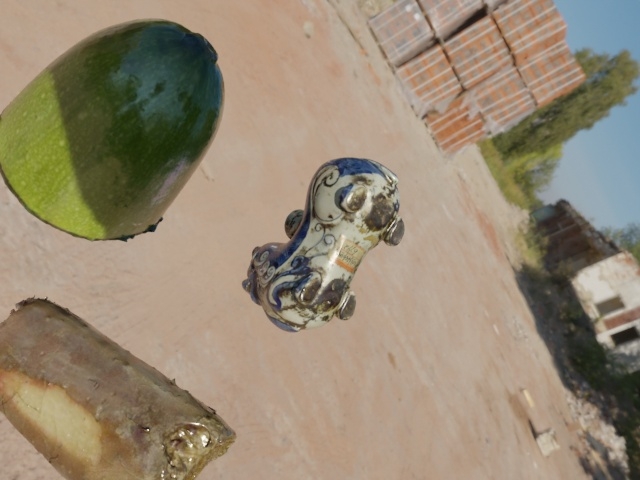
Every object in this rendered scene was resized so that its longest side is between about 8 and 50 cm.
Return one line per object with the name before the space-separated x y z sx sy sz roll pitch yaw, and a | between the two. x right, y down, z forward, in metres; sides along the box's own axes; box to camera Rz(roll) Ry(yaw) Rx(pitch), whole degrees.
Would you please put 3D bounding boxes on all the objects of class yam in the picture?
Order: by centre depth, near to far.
yam | -0.208 0.165 0.545 0.238 0.128 0.129 32 3 10

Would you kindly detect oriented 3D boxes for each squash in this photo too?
squash | -0.294 -0.196 0.879 0.310 0.309 0.310 27 46 -32

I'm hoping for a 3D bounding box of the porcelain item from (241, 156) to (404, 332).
porcelain item | 0.000 0.000 0.876 0.138 0.288 0.186 31 -2 -40
